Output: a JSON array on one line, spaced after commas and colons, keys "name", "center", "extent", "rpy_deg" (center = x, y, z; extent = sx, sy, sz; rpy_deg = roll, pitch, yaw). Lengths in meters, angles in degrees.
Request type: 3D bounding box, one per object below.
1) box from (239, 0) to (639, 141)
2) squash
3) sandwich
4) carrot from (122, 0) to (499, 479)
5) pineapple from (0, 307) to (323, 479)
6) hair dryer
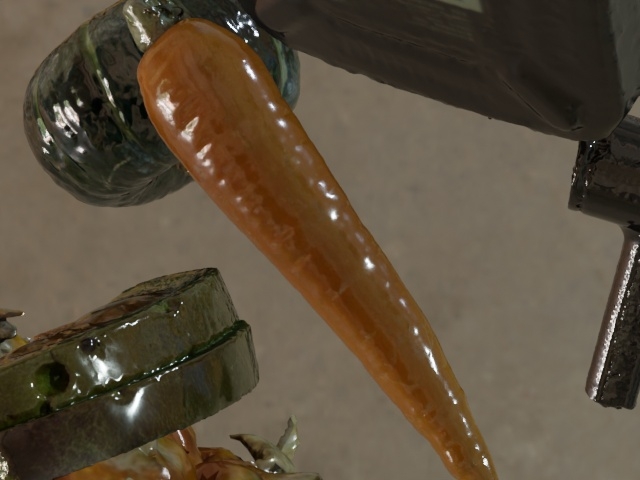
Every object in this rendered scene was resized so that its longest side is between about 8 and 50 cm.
[{"name": "box", "center": [0.054, -0.232, 1.367], "extent": [0.359, 0.350, 0.091], "rpy_deg": [21, 63, 28]}, {"name": "squash", "center": [-0.139, -0.132, 1.747], "extent": [0.252, 0.252, 0.165], "rpy_deg": [-33, 89, -30]}, {"name": "sandwich", "center": [-0.050, 0.030, 0.462], "extent": [0.067, 0.029, 0.135], "rpy_deg": [-16, 4, 8]}, {"name": "carrot", "center": [0.000, 0.000, 1.057], "extent": [0.069, 0.069, 0.336], "rpy_deg": [-37, 89, -33]}, {"name": "pineapple", "center": [-0.013, 0.174, 0.651], "extent": [0.209, 0.344, 0.286], "rpy_deg": [-40, 37, -17]}, {"name": "hair dryer", "center": [0.275, 0.029, 1.607], "extent": [0.197, 0.251, 0.089], "rpy_deg": [16, 28, 3]}]
